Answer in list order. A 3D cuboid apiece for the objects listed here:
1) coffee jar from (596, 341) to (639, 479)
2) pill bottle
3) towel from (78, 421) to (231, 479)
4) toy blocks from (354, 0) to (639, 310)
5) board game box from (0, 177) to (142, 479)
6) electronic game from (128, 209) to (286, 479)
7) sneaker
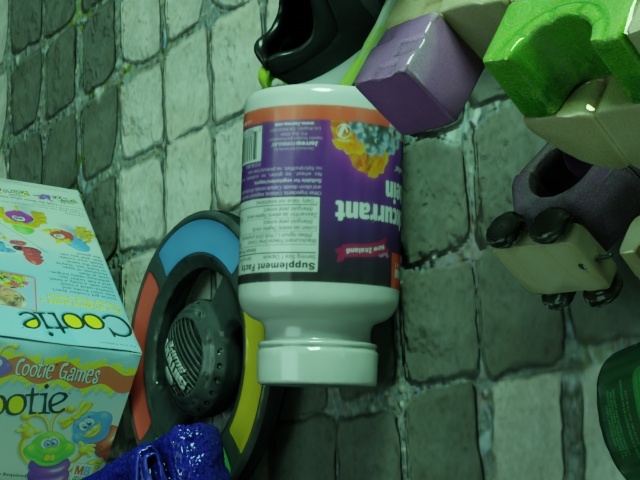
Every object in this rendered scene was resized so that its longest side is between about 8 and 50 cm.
[{"bbox_3d":[0.221,0.062,0.820,0.184,0.096,0.079,-34,60,51],"label":"coffee jar"},{"bbox_3d":[0.000,0.000,1.167,0.108,0.108,0.193,-8,79,57],"label":"pill bottle"},{"bbox_3d":[-0.116,0.305,1.295,0.228,0.076,0.308,-33,66,50],"label":"towel"},{"bbox_3d":[0.173,-0.165,0.870,0.289,0.309,0.260,-6,47,46],"label":"toy blocks"},{"bbox_3d":[-0.265,0.071,1.505,0.275,0.144,0.142,-121,45,-55],"label":"board game box"},{"bbox_3d":[-0.091,0.091,1.353,0.229,0.048,0.229,-12,75,56],"label":"electronic game"},{"bbox_3d":[0.018,-0.200,1.179,0.084,0.097,0.234,42,120,52],"label":"sneaker"}]
